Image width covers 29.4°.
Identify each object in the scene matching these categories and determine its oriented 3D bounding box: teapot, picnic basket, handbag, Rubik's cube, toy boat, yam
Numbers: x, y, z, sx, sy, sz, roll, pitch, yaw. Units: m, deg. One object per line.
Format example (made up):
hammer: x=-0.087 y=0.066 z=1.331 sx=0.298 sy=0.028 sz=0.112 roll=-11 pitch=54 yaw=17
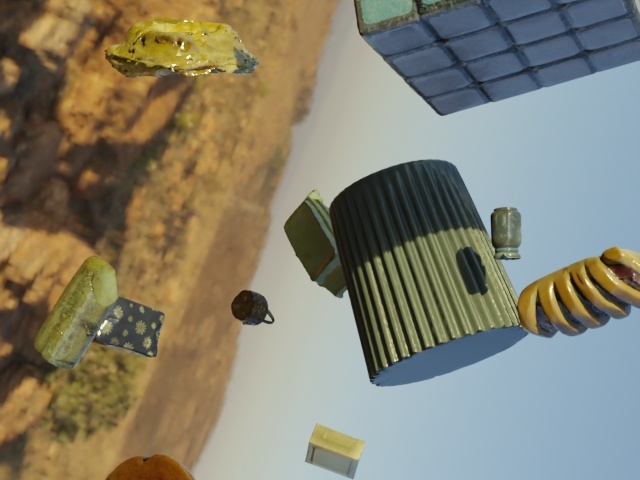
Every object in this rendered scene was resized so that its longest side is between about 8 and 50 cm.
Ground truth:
teapot: x=0.292 y=-0.009 z=1.936 sx=0.063 sy=0.049 sz=0.083 roll=156 pitch=-64 yaw=-76
picnic basket: x=-0.123 y=0.133 z=2.320 sx=0.083 sy=0.072 sz=0.072 roll=21 pitch=91 yaw=-50
handbag: x=-0.314 y=0.135 z=1.803 sx=0.139 sy=0.115 sz=0.072 roll=-16 pitch=-120 yaw=46
Rubik's cube: x=0.242 y=-0.412 z=1.679 sx=0.343 sy=0.344 sz=0.337 roll=31 pitch=47 yaw=-63
toy boat: x=-0.005 y=-0.002 z=2.586 sx=0.111 sy=0.084 sz=0.276 roll=-51 pitch=-137 yaw=27
yam: x=-0.307 y=0.093 z=1.562 sx=0.146 sy=0.069 sz=0.070 roll=-58 pitch=180 yaw=-9

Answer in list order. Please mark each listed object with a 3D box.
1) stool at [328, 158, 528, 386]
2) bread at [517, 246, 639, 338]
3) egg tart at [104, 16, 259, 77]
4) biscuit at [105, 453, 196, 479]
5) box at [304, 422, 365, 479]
stool: x=0.176 y=0.055 z=2.153 sx=0.297 sy=0.297 sz=0.330 roll=116 pitch=-42 yaw=-66
bread: x=0.394 y=0.079 z=1.759 sx=0.225 sy=0.134 sz=0.081 roll=-26 pitch=-122 yaw=33
egg tart: x=-0.239 y=-0.332 z=2.100 sx=0.279 sy=0.278 sz=0.095 roll=-76 pitch=169 yaw=-76
biscuit: x=-0.265 y=0.429 z=1.850 sx=0.036 sy=0.212 sz=0.212 roll=33 pitch=75 yaw=-57
box: x=0.021 y=0.313 z=1.799 sx=0.083 sy=0.079 sz=0.035 roll=101 pitch=10 yaw=-58
